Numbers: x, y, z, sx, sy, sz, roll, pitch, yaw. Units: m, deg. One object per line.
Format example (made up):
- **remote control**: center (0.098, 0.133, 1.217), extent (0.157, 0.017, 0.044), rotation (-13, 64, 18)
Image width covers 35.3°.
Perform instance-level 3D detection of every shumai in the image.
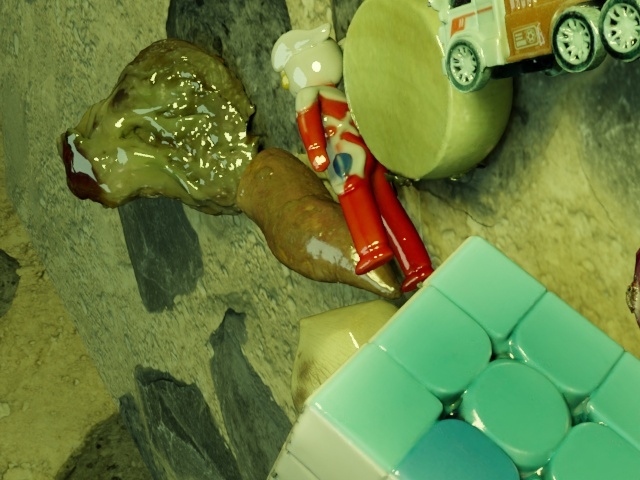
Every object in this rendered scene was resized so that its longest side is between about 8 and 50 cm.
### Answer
- **shumai**: center (-0.273, -0.176, 1.650), extent (0.346, 0.283, 0.217), rotation (66, 153, 18)

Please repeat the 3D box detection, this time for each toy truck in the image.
- **toy truck**: center (0.225, -0.228, 0.868), extent (0.305, 0.136, 0.162), rotation (1, 103, 60)

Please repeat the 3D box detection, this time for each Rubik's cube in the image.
- **Rubik's cube**: center (0.144, 0.232, 1.015), extent (0.290, 0.292, 0.291), rotation (40, 142, 13)

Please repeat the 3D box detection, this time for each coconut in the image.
- **coconut**: center (0.052, 0.181, 1.331), extent (0.224, 0.224, 0.224), rotation (37, 136, 48)

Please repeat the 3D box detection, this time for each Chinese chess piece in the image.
- **Chinese chess piece**: center (0.117, -0.179, 1.137), extent (0.238, 0.092, 0.237), rotation (35, 134, 48)

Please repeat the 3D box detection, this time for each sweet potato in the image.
- **sweet potato**: center (-0.001, -0.002, 1.420), extent (0.336, 0.131, 0.131), rotation (47, 142, 43)

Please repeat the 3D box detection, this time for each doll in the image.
- **doll**: center (0.030, -0.120, 1.266), extent (0.099, 0.188, 0.384), rotation (-29, 63, 21)

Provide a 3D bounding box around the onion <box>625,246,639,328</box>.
- **onion**: center (0.324, 0.046, 0.889), extent (0.104, 0.115, 0.115), rotation (-7, 102, 17)
